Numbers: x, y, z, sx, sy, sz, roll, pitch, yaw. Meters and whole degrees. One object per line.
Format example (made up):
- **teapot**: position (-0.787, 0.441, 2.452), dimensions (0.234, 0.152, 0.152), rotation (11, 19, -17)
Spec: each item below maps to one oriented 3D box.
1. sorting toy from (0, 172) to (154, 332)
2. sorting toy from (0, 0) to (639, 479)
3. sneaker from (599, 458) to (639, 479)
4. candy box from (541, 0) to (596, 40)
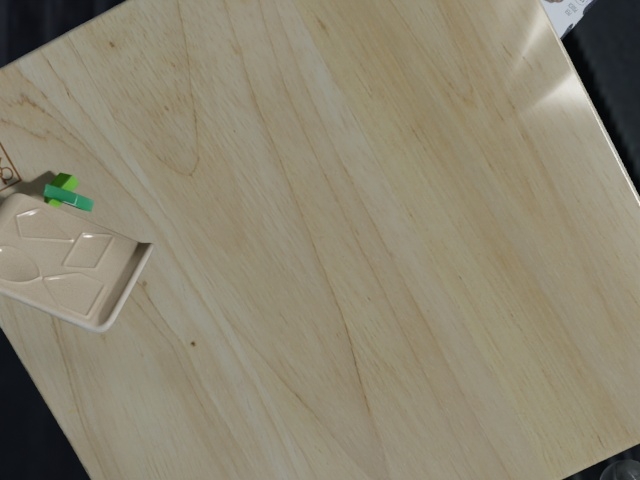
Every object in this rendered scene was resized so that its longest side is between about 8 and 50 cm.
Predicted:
- **sorting toy**: position (-0.096, 0.002, 0.658), dimensions (0.062, 0.083, 0.012), rotation (19, -54, 2)
- **sorting toy**: position (0.000, 0.000, 0.743), dimensions (0.255, 0.089, 0.257), rotation (-27, -80, 9)
- **sneaker**: position (0.300, 0.205, 1.163), dimensions (0.228, 0.086, 0.132), rotation (49, -63, 24)
- **candy box**: position (0.100, -0.180, 1.113), dimensions (0.196, 0.165, 0.070), rotation (-49, -131, 9)
